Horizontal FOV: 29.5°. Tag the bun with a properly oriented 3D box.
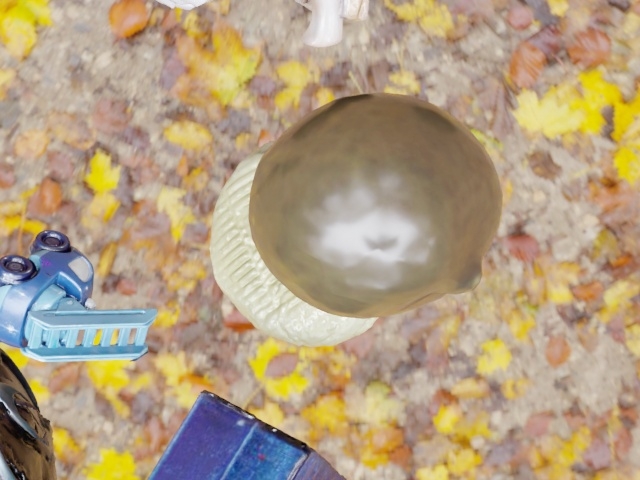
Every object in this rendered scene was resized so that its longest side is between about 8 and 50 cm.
[{"bbox_3d":[0.000,0.000,1.269,0.220,0.134,0.220,-1,89,26],"label":"bun"}]

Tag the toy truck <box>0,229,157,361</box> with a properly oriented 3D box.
[{"bbox_3d":[-0.143,0.042,0.705,0.090,0.073,0.056,27,122,11],"label":"toy truck"}]

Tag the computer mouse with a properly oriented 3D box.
[{"bbox_3d":[-0.246,0.180,0.923,0.096,0.137,0.233,-6,138,-20],"label":"computer mouse"}]

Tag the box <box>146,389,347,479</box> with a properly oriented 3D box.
[{"bbox_3d":[-0.081,0.294,0.949,0.116,0.261,0.279,23,73,25],"label":"box"}]

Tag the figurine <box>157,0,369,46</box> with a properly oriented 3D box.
[{"bbox_3d":[-0.073,-0.244,1.031,0.237,0.162,0.141,-3,115,-37],"label":"figurine"}]

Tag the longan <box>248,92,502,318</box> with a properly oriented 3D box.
[{"bbox_3d":[0.039,-0.022,0.866,0.189,0.189,0.189,0,114,-1],"label":"longan"}]
